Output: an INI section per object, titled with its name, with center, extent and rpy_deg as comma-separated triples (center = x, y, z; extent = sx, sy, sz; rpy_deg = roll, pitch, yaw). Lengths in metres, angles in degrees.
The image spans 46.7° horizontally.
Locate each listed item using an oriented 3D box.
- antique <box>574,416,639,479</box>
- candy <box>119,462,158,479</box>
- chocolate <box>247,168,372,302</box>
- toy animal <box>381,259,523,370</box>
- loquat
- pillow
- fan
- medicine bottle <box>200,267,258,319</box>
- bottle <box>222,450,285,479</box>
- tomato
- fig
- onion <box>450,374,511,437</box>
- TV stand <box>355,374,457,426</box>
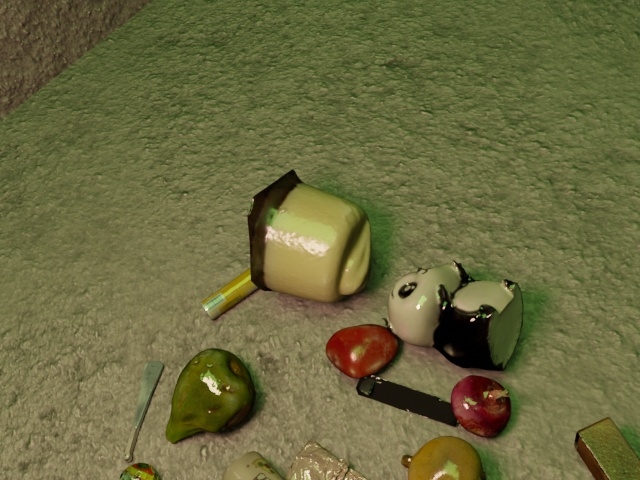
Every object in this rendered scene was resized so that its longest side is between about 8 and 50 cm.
[antique]
center = 0.658, 0.534, 1.560
extent = 0.087, 0.093, 0.310
rpy_deg = -24, 52, -4
[candy]
center = -0.493, 0.674, 1.770
extent = 0.091, 0.083, 0.305
rpy_deg = 19, 69, 31
[chocolate]
center = 0.000, 0.000, 1.978
extent = 0.297, 0.326, 0.314
rpy_deg = 6, 23, 22
[toy animal]
center = 0.316, 0.183, 1.829
extent = 0.310, 0.251, 0.251
rpy_deg = 14, 58, 37
[loquat]
center = 0.271, 0.517, 1.638
extent = 0.204, 0.149, 0.172
rpy_deg = 7, 60, 32
[pillow]
center = 0.030, 0.574, 1.718
extent = 0.248, 0.049, 0.135
rpy_deg = 27, 69, 32
[fan]
center = -0.476, 0.446, 1.957
extent = 0.057, 0.023, 0.282
rpy_deg = 2, 54, 14
[medicine bottle]
center = -0.233, 0.137, 2.091
extent = 0.218, 0.074, 0.074
rpy_deg = -35, 54, -10
[bottle]
center = -0.106, 0.603, 1.685
extent = 0.120, 0.120, 0.253
rpy_deg = -42, 55, -17
[tomato]
center = 0.105, 0.259, 1.889
extent = 0.174, 0.082, 0.166
rpy_deg = -28, 35, -18
[fig]
center = -0.303, 0.408, 1.861
extent = 0.275, 0.206, 0.206
rpy_deg = -41, 52, 12
[onion]
center = 0.386, 0.373, 1.708
extent = 0.150, 0.140, 0.150
rpy_deg = 8, 64, -17
[TV stand]
center = 0.213, 0.389, 1.812
extent = 0.256, 0.040, 0.049
rpy_deg = 15, 59, 23
